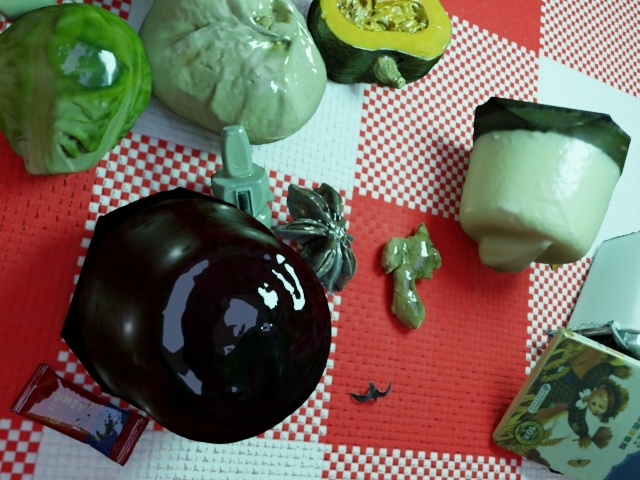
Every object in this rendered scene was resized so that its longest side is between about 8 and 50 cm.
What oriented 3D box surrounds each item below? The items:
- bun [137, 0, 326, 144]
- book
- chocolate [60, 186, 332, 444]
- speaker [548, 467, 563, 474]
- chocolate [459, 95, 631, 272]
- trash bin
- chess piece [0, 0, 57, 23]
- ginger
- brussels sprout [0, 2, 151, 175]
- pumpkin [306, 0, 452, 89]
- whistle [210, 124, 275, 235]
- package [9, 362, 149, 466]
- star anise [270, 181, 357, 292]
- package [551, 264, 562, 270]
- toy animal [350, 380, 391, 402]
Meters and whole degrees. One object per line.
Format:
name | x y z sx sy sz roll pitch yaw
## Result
bun | -0.143 -0.347 1.129 0.360 0.213 0.362 6 77 -27
book | 0.623 0.390 1.350 0.427 0.039 0.300 23 108 -5
chocolate | -0.169 0.127 0.927 0.383 0.331 0.384 -4 101 -21
speaker | 0.502 0.433 1.431 0.046 0.040 0.191 -34 97 -30
chocolate | 0.446 -0.087 1.330 0.313 0.326 0.297 14 67 21
trash bin | 0.723 0.161 1.487 0.296 0.255 0.368 37 61 -16
chess piece | -0.328 -0.507 0.983 0.441 0.234 0.234 -28 95 -3
ginger | 0.197 0.074 1.322 0.132 0.059 0.214 -12 85 -24
brussels sprout | -0.390 -0.228 0.983 0.210 0.219 0.272 14 98 18
pumpkin | 0.118 -0.411 1.318 0.316 0.139 0.222 -4 81 -29
whistle | -0.141 -0.082 1.121 0.101 0.105 0.253 -30 130 -32
package | -0.378 0.277 1.010 0.200 0.022 0.083 34 68 -17
star anise | 0.000 0.000 1.201 0.236 0.092 0.229 56 40 -29
package | 0.584 0.011 1.548 0.077 0.033 0.111 -19 95 -38
toy animal | 0.103 0.300 1.252 0.084 0.050 0.028 -18 53 6
